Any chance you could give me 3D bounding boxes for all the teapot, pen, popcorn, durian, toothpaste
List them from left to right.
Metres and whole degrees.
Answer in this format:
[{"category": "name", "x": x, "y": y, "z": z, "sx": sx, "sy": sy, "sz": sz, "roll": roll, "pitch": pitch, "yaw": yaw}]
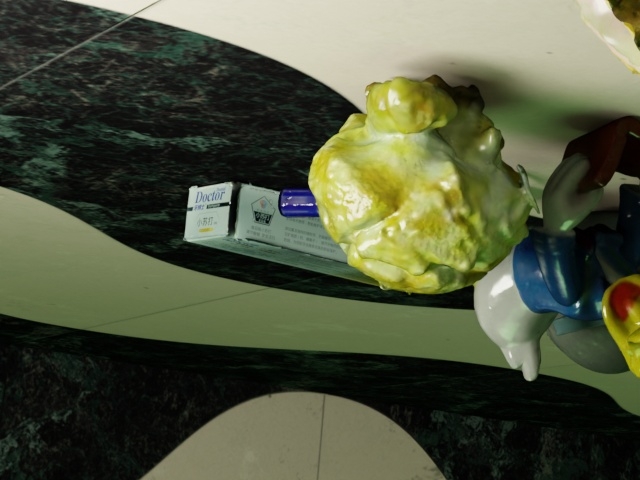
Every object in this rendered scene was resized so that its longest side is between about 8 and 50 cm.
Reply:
[{"category": "toothpaste", "x": 0.000, "y": 0.000, "z": 2.134, "sx": 0.313, "sy": 0.071, "sz": 0.089, "roll": 13, "pitch": 168, "yaw": -37}, {"category": "pen", "x": 0.084, "y": -0.040, "z": 1.990, "sx": 0.269, "sy": 0.033, "sz": 0.033, "roll": -1, "pitch": 168, "yaw": 24}, {"category": "popcorn", "x": 0.084, "y": -0.054, "z": 1.588, "sx": 0.198, "sy": 0.212, "sz": 0.198, "roll": -2, "pitch": -148, "yaw": 1}, {"category": "durian", "x": 0.192, "y": -0.163, "z": 1.190, "sx": 0.140, "sy": 0.078, "sz": 0.224, "roll": 47, "pitch": -175, "yaw": 6}, {"category": "teapot", "x": 0.322, "y": 0.040, "z": 1.927, "sx": 0.203, "sy": 0.171, "sz": 0.225, "roll": -28, "pitch": -178, "yaw": -34}]

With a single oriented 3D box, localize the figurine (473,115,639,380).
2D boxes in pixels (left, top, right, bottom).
[{"category": "figurine", "x": 0.263, "y": 0.022, "z": 1.730, "sx": 0.205, "sy": 0.338, "sz": 0.283, "roll": -19, "pitch": 145, "yaw": -45}]
